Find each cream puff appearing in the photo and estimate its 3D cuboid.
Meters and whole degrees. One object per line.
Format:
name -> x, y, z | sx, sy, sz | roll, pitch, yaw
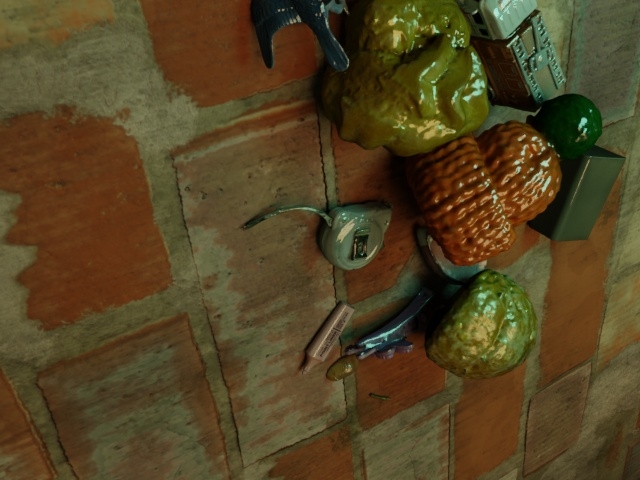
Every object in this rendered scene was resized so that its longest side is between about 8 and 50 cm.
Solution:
cream puff -> 0.166, -0.303, 1.104 | 0.324, 0.274, 0.269 | -19, 133, -28

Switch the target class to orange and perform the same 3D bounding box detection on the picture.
orange -> 0.414, 0.218, 1.507 | 0.369, 0.210, 0.270 | 12, 109, -58

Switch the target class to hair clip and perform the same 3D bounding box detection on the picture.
hair clip -> 0.192, 0.224, 1.494 | 0.279, 0.137, 0.090 | -34, 115, -24

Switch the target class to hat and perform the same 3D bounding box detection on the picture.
hat -> 0.393, -0.126, 1.283 | 0.401, 0.285, 0.285 | -20, 127, 5

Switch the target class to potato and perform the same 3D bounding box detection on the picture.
potato -> 0.058, 0.313, 1.507 | 0.093, 0.036, 0.037 | -34, 131, -13

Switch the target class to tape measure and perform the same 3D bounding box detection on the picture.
tape measure -> 0.001, -0.001, 1.275 | 0.331, 0.084, 0.163 | -11, 115, -30

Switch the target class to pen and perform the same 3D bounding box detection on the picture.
pen -> 0.012, 0.232, 1.438 | 0.053, 0.032, 0.197 | 29, 95, -40

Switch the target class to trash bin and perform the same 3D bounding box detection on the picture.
trash bin -> 0.664, -0.127, 1.618 | 0.164, 0.122, 0.240 | -1, 117, -32

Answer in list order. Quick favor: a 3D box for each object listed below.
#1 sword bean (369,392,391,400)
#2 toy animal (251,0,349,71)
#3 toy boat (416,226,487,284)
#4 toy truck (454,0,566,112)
sword bean -> 0.160, 0.420, 1.648 | 0.083, 0.012, 0.012 | 24, 100, -41
toy animal -> -0.027, -0.401, 1.008 | 0.239, 0.255, 0.176 | -27, 168, 30
toy boat -> 0.318, 0.015, 1.506 | 0.155, 0.085, 0.227 | -50, 119, -12
toy truck -> 0.381, -0.408, 1.254 | 0.136, 0.162, 0.305 | -46, 130, -4
